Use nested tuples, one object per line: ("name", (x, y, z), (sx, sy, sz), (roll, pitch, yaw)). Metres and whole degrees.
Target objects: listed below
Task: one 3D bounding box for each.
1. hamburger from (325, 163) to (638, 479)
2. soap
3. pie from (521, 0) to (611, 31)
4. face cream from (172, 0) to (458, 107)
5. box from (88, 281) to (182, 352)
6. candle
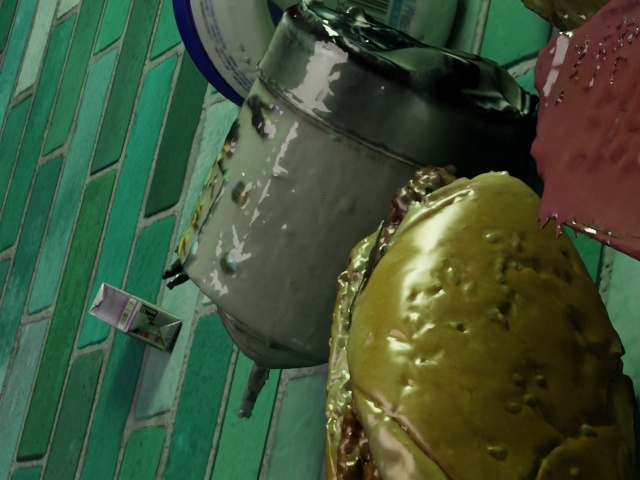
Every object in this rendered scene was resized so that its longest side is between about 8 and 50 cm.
("hamburger", (0.080, 0.105, 0.998), (0.155, 0.245, 0.282), (-37, 84, 42))
("soap", (0.215, -0.057, 0.909), (0.182, 0.112, 0.289), (-65, 24, 4))
("pie", (0.216, -0.275, 1.095), (0.339, 0.083, 0.339), (-47, 31, 40))
("face cream", (0.000, -0.192, 1.318), (0.111, 0.206, 0.206), (9, 80, 62))
("box", (-0.175, 0.072, 1.652), (0.036, 0.050, 0.117), (-64, 24, -5))
("candle", (0.000, 0.000, 1.210), (0.330, 0.187, 0.187), (-64, 26, 17))
